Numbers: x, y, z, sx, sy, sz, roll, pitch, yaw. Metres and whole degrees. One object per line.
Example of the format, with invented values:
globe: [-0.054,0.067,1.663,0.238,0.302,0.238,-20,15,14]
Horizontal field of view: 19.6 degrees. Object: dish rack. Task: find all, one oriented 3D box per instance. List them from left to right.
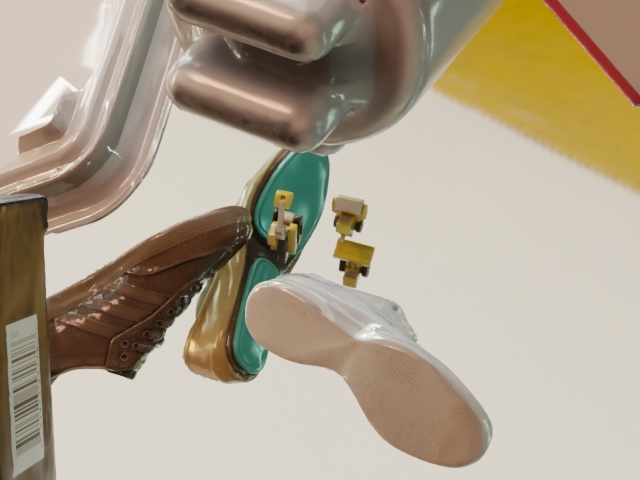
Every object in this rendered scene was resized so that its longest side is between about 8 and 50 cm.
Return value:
dish rack: [-0.252,-0.120,1.518,0.333,0.285,0.072,-16,-42,37]

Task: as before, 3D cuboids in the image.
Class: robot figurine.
robot figurine: [0.028,-0.203,1.279,0.200,0.353,0.300,24,-47,17]

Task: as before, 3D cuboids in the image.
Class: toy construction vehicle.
toy construction vehicle: [0.000,0.000,1.471,0.086,0.035,0.098,15,-34,6]

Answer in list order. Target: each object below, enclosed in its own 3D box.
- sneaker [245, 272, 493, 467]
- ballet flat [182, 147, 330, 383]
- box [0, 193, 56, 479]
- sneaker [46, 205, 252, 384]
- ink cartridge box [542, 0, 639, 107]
sneaker: [0.051,0.083,1.380,0.212,0.094,0.080,36,-59,18]
ballet flat: [-0.060,0.011,1.538,0.073,0.232,0.080,-5,-37,39]
box: [-0.192,0.063,0.737,0.158,0.093,0.156,-3,-87,8]
sneaker: [-0.116,0.046,1.154,0.188,0.066,0.071,-29,-94,5]
ink cartridge box: [0.180,-0.226,1.131,0.117,0.283,0.207,-39,-81,22]
